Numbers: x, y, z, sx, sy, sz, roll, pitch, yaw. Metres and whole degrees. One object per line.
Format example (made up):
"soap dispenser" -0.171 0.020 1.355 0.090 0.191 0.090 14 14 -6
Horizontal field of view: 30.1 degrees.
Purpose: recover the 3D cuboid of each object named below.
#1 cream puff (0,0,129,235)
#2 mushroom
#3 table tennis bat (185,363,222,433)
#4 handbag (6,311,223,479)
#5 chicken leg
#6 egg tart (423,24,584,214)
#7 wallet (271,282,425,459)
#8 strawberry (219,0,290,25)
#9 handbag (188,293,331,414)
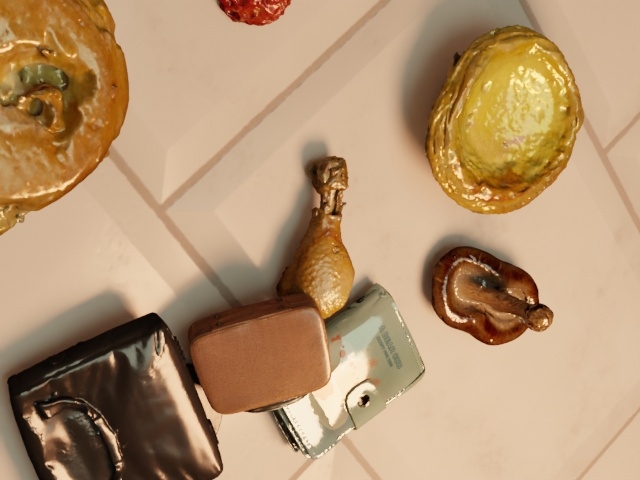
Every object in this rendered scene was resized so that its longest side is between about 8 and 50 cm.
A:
"cream puff" -0.390 -0.171 1.357 0.327 0.231 0.343 20 86 -40
"mushroom" 0.307 0.110 1.888 0.227 0.217 0.148 15 95 -35
"table tennis bat" -0.206 0.286 1.736 0.130 0.019 0.220 2 101 -31
"handbag" -0.280 0.253 1.630 0.244 0.088 0.275 -25 116 -16
"chicken leg" 0.002 0.001 1.748 0.107 0.087 0.251 2 100 -28
"egg tart" 0.268 -0.185 1.841 0.294 0.123 0.294 -7 105 -28
"wallet" 0.034 0.204 1.835 0.250 0.075 0.176 -36 114 -19
"strawberry" -0.078 -0.395 1.564 0.190 0.111 0.236 -22 115 -28
"handbag" -0.084 0.166 1.694 0.193 0.072 0.151 -14 108 -5
